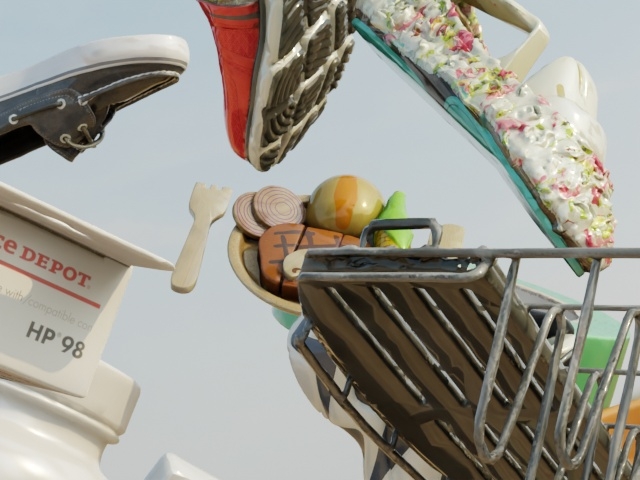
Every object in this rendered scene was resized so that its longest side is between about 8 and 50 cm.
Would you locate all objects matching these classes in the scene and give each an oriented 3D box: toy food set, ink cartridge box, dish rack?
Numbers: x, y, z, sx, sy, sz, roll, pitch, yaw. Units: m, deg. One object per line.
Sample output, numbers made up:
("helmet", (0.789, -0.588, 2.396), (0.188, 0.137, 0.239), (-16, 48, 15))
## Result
("toy food set", (0.000, 0.000, 1.176), (0.192, 0.132, 0.038), (9, -50, 3))
("ink cartridge box", (-0.151, 0.014, 0.704), (0.104, 0.060, 0.180), (27, -13, -34))
("dish rack", (0.125, 0.069, 0.482), (0.271, 0.074, 0.208), (1, -32, 31))

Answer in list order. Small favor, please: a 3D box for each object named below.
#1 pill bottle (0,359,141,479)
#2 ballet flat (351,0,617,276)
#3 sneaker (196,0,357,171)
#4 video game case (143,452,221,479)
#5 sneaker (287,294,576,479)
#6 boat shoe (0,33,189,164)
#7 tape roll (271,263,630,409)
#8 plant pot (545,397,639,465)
("pill bottle", (-0.247, 0.222, 1.155), (0.188, 0.334, 0.188), (21, -13, 5))
("ballet flat", (0.097, -0.081, 0.926), (0.077, 0.241, 0.091), (-39, -40, 2))
("sneaker", (-0.048, -0.177, 1.084), (0.118, 0.279, 0.107), (17, 37, 26))
("video game case", (-0.043, 0.173, 0.656), (0.143, 0.157, 0.019), (32, 11, -22))
("sneaker", (0.101, 0.112, 0.998), (0.153, 0.235, 0.094), (-23, 10, 45))
("boat shoe", (-0.202, -0.094, 1.334), (0.228, 0.076, 0.080), (-14, -11, 12))
("tape roll", (0.119, 0.072, 1.608), (0.321, 0.077, 0.321), (15, 7, -2))
("plant pot", (0.309, 0.270, 1.406), (0.291, 0.203, 0.291), (-11, 19, 4))
